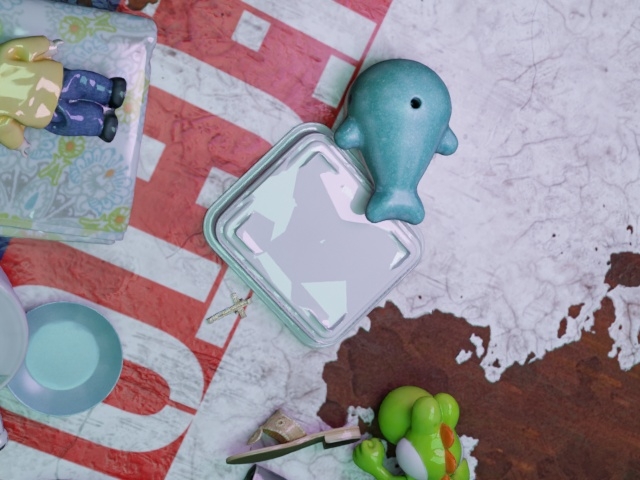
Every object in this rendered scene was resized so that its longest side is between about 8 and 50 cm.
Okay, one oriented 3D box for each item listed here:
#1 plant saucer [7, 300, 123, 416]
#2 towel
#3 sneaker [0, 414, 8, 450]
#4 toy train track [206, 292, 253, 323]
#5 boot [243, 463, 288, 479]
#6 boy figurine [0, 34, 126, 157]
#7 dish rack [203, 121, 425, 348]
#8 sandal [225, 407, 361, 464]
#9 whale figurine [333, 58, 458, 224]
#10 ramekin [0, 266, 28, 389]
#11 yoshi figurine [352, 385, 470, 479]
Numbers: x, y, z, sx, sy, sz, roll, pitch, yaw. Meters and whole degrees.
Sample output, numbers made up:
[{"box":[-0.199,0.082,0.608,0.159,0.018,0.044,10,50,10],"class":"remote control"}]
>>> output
[{"box":[-0.421,0.189,1.905,0.195,0.037,0.195,-3,101,-15],"class":"plant saucer"},{"box":[-0.432,-0.178,1.782,0.320,0.090,0.374,5,101,-29],"class":"towel"},{"box":[-0.620,0.288,1.857,0.228,0.086,0.132,-10,99,-23],"class":"sneaker"},{"box":[-0.153,0.120,1.974,0.083,0.014,0.048,-27,106,-8],"class":"toy train track"},{"box":[-0.063,0.510,2.045,0.208,0.076,0.190,24,80,-25],"class":"boot"},{"box":[-0.428,-0.209,1.674,0.285,0.092,0.177,9,99,-28],"class":"boy figurine"},{"box":[0.000,0.000,1.963,0.285,0.072,0.333,-44,107,-2],"class":"dish rack"},{"box":[-0.053,0.328,2.022,0.240,0.088,0.079,-8,70,-13],"class":"sandal"},{"box":[0.131,-0.163,1.906,0.216,0.141,0.272,4,85,-16],"class":"whale figurine"},{"box":[-0.583,0.121,1.769,0.273,0.127,0.273,-9,123,-14],"class":"ramekin"},{"box":[0.162,0.406,2.061,0.203,0.203,0.362,18,115,22],"class":"yoshi figurine"}]
